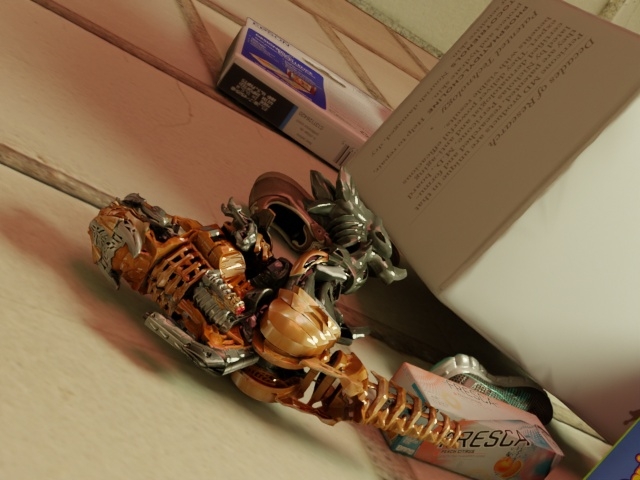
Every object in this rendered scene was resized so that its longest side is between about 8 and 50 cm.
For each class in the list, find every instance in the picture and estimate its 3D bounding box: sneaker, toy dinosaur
[{"bbox_3d":[0.000,0.000,1.280,0.188,0.066,0.071,30,38,-11],"label":"sneaker"},{"bbox_3d":[0.176,0.174,1.171,0.166,0.065,0.076,20,40,-34],"label":"sneaker"},{"bbox_3d":[-0.034,0.068,0.950,0.322,0.164,0.218,53,31,-8],"label":"toy dinosaur"}]

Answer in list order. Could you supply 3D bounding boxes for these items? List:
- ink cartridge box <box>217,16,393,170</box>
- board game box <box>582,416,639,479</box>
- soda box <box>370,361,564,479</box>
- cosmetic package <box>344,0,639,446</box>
[{"bbox_3d":[-0.009,-0.206,1.762,0.304,0.072,0.307,32,15,-11],"label":"ink cartridge box"},{"bbox_3d":[0.354,0.207,1.108,0.078,0.233,0.347,45,19,24],"label":"board game box"},{"bbox_3d":[0.135,0.175,1.065,0.183,0.058,0.063,24,21,-33],"label":"soda box"},{"bbox_3d":[0.282,-0.039,1.314,0.329,0.327,0.393,40,8,-25],"label":"cosmetic package"}]
